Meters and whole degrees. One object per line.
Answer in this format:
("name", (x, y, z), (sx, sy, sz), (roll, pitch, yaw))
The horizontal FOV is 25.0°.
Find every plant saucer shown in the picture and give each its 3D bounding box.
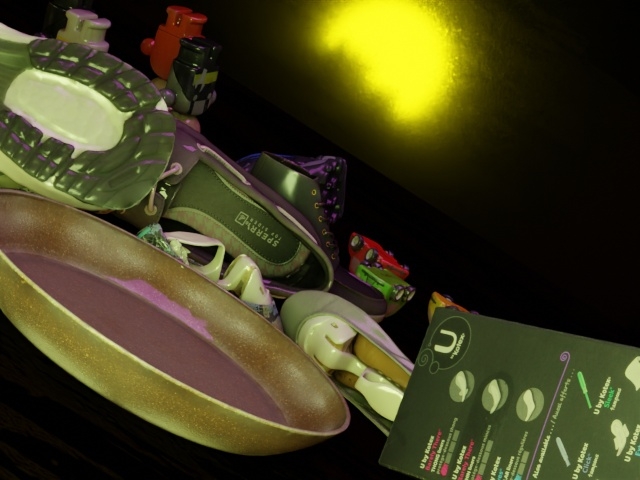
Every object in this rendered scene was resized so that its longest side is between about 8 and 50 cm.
("plant saucer", (-0.121, 0.065, 1.040), (0.310, 0.050, 0.310), (32, 9, -6))

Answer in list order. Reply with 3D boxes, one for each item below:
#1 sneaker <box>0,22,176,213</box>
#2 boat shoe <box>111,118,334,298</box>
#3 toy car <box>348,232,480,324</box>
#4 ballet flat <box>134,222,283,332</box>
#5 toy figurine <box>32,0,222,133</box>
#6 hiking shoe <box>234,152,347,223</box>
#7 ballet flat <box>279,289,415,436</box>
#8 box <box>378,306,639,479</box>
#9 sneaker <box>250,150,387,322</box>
("sneaker", (-0.324, -0.126, 1.255), (0.410, 0.158, 0.182), (31, -22, 2))
("boat shoe", (-0.113, -0.036, 1.420), (0.335, 0.112, 0.095), (30, 4, -37))
("toy car", (0.092, 0.065, 1.774), (0.239, 0.053, 0.225), (35, 9, 22))
("ballet flat", (-0.090, 0.035, 1.264), (0.188, 0.070, 0.070), (25, 11, -41))
("toy figurine", (-0.226, -0.192, 1.669), (0.213, 0.148, 0.209), (10, 21, -20))
("hiking shoe", (-0.075, -0.049, 1.755), (0.132, 0.113, 0.304), (4, 4, 22))
("ballet flat", (0.036, 0.110, 1.271), (0.213, 0.072, 0.068), (37, 14, 25))
("box", (0.205, 0.157, 1.105), (0.165, 0.143, 0.270), (27, -11, -37))
("sneaker", (0.000, 0.000, 1.589), (0.222, 0.118, 0.083), (30, 9, -16))
